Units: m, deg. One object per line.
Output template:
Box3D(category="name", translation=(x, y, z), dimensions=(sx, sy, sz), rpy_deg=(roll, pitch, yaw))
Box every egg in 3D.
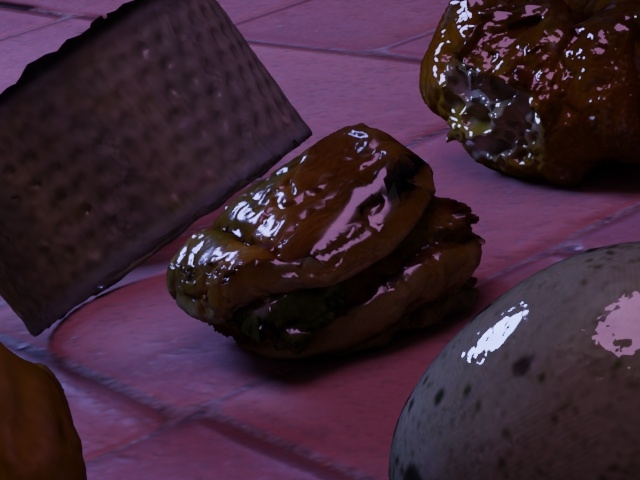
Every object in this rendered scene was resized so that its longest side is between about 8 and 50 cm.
Box3D(category="egg", translation=(0.135, 0.094, 0.904), dimensions=(0.228, 0.177, 0.177), rpy_deg=(-18, 14, 25))

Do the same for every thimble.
Box3D(category="thimble", translation=(-0.150, -0.061, 1.402), dimensions=(0.271, 0.150, 0.271), rpy_deg=(-37, 2, 1))

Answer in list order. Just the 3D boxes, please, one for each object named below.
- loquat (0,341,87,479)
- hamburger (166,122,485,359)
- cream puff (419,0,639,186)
Box3D(category="loquat", translation=(-0.236, 0.131, 0.953), dimensions=(0.243, 0.244, 0.244), rpy_deg=(-10, 19, 3))
Box3D(category="hamburger", translation=(0.000, 0.000, 1.334), dimensions=(0.206, 0.130, 0.183), rpy_deg=(-21, 18, -21))
Box3D(category="cream puff", translation=(0.206, -0.138, 1.594), dimensions=(0.269, 0.155, 0.241), rpy_deg=(4, 28, 22))
